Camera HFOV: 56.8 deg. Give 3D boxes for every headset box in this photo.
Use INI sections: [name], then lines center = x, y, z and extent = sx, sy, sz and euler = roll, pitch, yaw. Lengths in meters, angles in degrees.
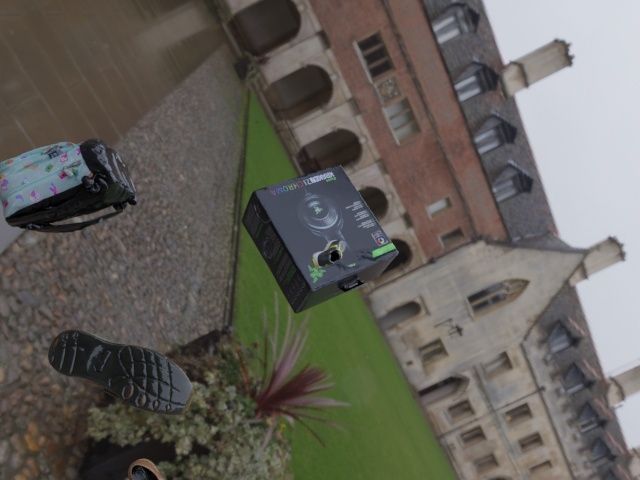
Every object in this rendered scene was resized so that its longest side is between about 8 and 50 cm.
[headset box]
center = 0.000, 0.000, 1.352
extent = 0.283, 0.246, 0.131
euler = 59, -31, 18

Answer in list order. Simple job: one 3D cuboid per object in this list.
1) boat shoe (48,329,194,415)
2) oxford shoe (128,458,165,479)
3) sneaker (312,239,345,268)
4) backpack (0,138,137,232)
[boat shoe]
center = -0.428, 0.288, 1.301
extent = 0.324, 0.122, 0.120
euler = 23, -22, 6
[oxford shoe]
center = -0.300, 0.513, 1.145
extent = 0.212, 0.076, 0.076
euler = 42, -21, 7
[sneaker]
center = 0.022, 0.022, 0.926
extent = 0.083, 0.035, 0.031
euler = -37, 115, -50
[backpack]
center = -0.391, -0.083, 0.900
extent = 0.152, 0.182, 0.115
euler = 78, -8, -75
